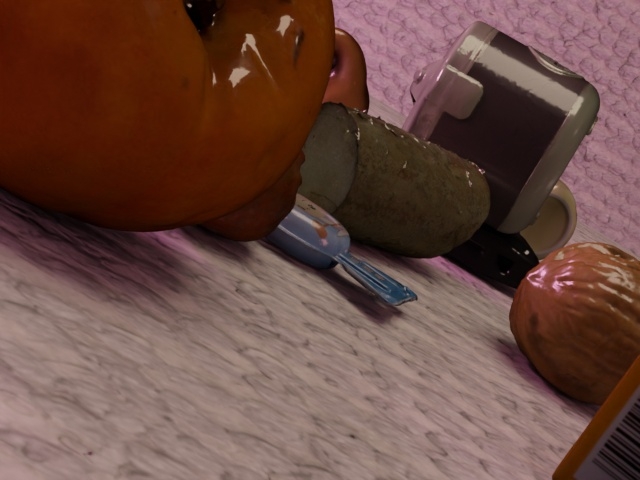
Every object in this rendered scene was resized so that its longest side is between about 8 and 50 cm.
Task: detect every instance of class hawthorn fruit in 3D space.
[{"bbox_3d":[-0.106,-0.066,1.112,0.189,0.149,0.149,-8,10,8],"label":"hawthorn fruit"}]

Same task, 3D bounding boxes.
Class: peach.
[{"bbox_3d":[-0.165,-0.164,0.908,0.343,0.342,0.302,20,-25,-41],"label":"peach"}]

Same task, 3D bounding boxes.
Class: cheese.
[{"bbox_3d":[0.000,0.000,1.227,0.245,0.052,0.135,35,13,14],"label":"cheese"}]

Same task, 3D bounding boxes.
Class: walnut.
[{"bbox_3d":[0.339,0.100,1.346,0.213,0.213,0.213,30,13,-8],"label":"walnut"}]

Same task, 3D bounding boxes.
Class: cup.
[{"bbox_3d":[0.353,-0.081,2.079,0.255,0.173,0.202,28,12,-19],"label":"cup"}]

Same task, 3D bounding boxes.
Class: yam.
[{"bbox_3d":[0.090,-0.072,1.456,0.304,0.168,0.168,18,18,-48],"label":"yam"}]

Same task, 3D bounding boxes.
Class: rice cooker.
[{"bbox_3d":[0.265,-0.180,1.693,0.277,0.288,0.288,32,13,8],"label":"rice cooker"}]

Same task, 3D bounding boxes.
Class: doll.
[{"bbox_3d":[-0.035,-0.306,2.055,0.318,0.209,0.340,62,-5,-35],"label":"doll"}]

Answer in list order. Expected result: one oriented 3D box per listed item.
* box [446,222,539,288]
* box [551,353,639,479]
[{"bbox_3d":[0.229,-0.029,1.815,0.290,0.073,0.289,29,13,-1],"label":"box"},{"bbox_3d":[0.415,0.087,1.035,0.116,0.415,0.264,38,14,27],"label":"box"}]
